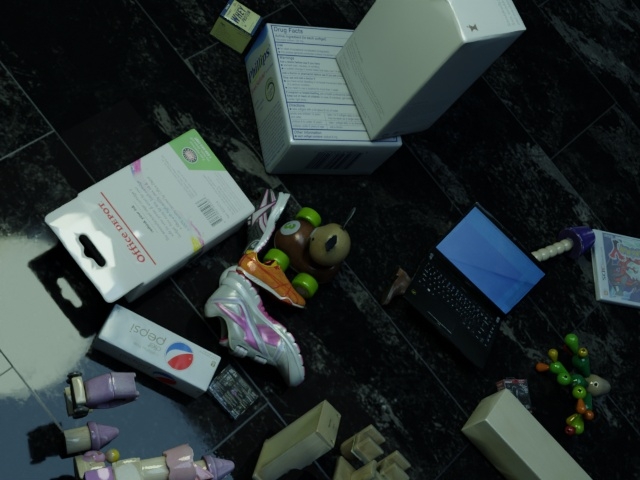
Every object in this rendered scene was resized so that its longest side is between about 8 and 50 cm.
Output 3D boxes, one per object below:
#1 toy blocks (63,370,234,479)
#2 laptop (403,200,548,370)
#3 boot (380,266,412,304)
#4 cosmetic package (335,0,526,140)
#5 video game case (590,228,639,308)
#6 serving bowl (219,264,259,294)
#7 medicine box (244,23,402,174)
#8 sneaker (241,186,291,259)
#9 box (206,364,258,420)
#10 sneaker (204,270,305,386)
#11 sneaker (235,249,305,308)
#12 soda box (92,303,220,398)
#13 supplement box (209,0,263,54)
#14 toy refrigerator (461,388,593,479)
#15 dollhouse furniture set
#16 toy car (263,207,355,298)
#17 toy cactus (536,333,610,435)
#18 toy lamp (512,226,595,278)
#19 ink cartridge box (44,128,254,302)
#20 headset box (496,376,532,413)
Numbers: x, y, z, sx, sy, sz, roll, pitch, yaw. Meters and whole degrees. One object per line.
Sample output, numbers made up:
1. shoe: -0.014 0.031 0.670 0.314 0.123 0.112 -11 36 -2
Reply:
1. toy blocks: -0.258 0.370 1.480 0.260 0.288 0.309 -8 70 -22
2. laptop: 0.336 0.094 1.958 0.234 0.136 0.264 43 41 -6
3. boot: 0.191 0.125 1.947 0.114 0.037 0.106 39 56 -11
4. cosmetic package: 0.199 -0.380 1.782 0.156 0.385 0.217 -14 76 -30
5. video game case: 0.749 0.074 2.242 0.201 0.023 0.183 11 65 -22
6. serving bowl: -0.155 0.085 1.802 0.083 0.027 0.083 9 66 -22
7. medicine box: 0.002 -0.300 1.970 0.263 0.149 0.289 -2 69 -27
8. sneaker: -0.128 -0.034 1.853 0.077 0.072 0.178 24 52 0
9. box: -0.166 0.284 1.716 0.083 0.018 0.067 47 57 -1
10. sneaker: -0.130 0.184 1.737 0.111 0.103 0.252 -39 93 -16
11. sneaker: -0.086 0.079 1.791 0.175 0.064 0.067 40 73 -34
12. soda box: -0.296 0.202 1.660 0.216 0.069 0.074 29 60 -11
13. supplement box: -0.183 -0.462 1.989 0.083 0.083 0.056 31 59 -11
14. toy refrigerator: 0.424 0.445 1.889 0.269 0.094 0.102 47 51 -2
15. dollhouse furniture set: 0.024 0.435 1.657 0.242 0.161 0.212 47 23 -12
16. toy car: 0.000 0.000 1.817 0.149 0.188 0.155 40 57 -5
17. toy cactus: 0.568 0.321 2.020 0.180 0.112 0.219 14 59 -41
18. toy lamp: 0.528 0.028 2.124 0.275 0.080 0.080 -21 79 -31
19. ink cartridge box: -0.324 -0.031 1.716 0.353 0.119 0.207 -35 87 -34
20. headset box: 0.414 0.333 1.965 0.062 0.032 0.083 3 67 -25
